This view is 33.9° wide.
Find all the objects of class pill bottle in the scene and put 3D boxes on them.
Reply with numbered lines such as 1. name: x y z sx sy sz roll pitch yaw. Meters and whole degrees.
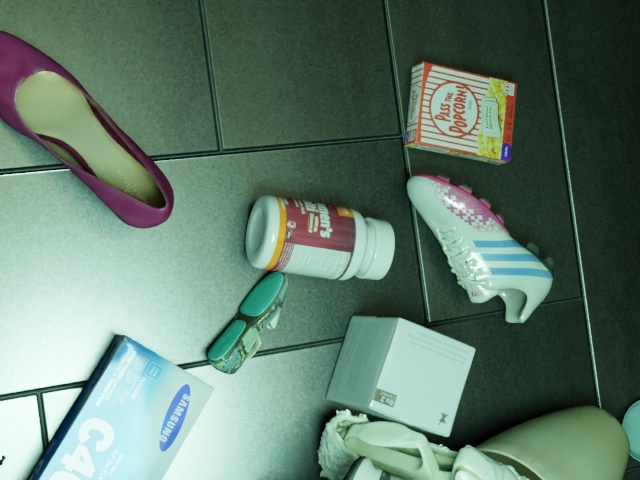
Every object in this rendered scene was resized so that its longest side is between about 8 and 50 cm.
1. pill bottle: 0.000 0.000 1.696 0.221 0.121 0.121 9 83 -22

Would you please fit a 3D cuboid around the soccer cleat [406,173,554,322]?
1. soccer cleat: 0.266 0.019 1.808 0.331 0.116 0.143 37 74 -17

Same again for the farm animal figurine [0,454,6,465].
1. farm animal figurine: -0.603 0.313 1.412 0.327 0.172 0.330 10 75 -34

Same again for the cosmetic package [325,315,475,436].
1. cosmetic package: 0.126 0.217 1.701 0.151 0.184 0.151 23 78 -20

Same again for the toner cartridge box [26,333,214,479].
1. toner cartridge box: -0.321 0.330 1.567 0.165 0.075 0.347 34 75 -18

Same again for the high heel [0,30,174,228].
1. high heel: -0.353 -0.172 1.527 0.377 0.181 0.127 45 72 -14

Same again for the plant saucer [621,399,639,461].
1. plant saucer: 0.612 0.358 1.982 0.119 0.021 0.119 2 86 -23

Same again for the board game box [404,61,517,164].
1. board game box: 0.249 -0.223 1.855 0.194 0.045 0.146 8 84 -22

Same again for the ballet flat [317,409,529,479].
1. ballet flat: 0.176 0.365 1.623 0.409 0.147 0.147 14 79 21

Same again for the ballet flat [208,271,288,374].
1. ballet flat: -0.107 0.136 1.683 0.070 0.070 0.188 44 74 -14

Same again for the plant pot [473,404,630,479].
1. plant pot: 0.405 0.403 1.793 0.274 0.256 0.256 -28 98 -39

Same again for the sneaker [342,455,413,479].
1. sneaker: 0.079 0.556 1.472 0.258 0.169 0.447 23 76 5
